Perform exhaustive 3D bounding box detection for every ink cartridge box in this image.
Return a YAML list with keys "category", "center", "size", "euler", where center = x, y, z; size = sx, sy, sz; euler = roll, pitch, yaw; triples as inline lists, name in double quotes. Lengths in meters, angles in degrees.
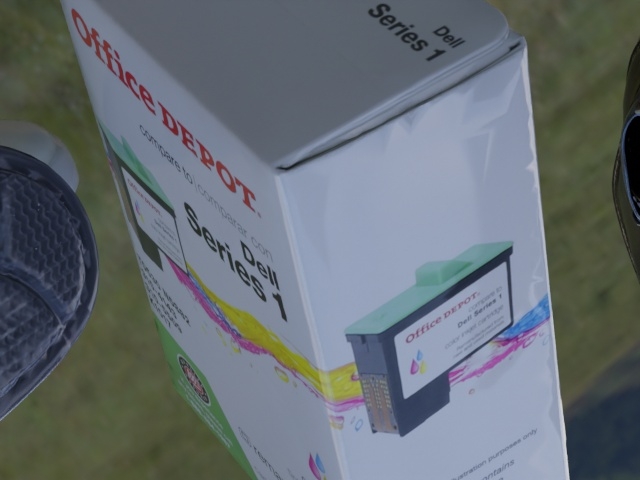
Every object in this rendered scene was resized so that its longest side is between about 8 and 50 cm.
- category: "ink cartridge box"
  center: [0.000, 0.000, 0.805]
  size: [0.117, 0.201, 0.278]
  euler: [-28, 134, -18]

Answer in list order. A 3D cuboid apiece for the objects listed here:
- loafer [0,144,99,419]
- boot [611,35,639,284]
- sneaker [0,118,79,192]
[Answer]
- category: "loafer"
  center: [-0.206, 0.048, 0.536]
  size: [0.302, 0.109, 0.095]
  euler: [-30, -162, -37]
- category: "boot"
  center: [0.206, -0.020, 1.105]
  size: [0.106, 0.082, 0.219]
  euler: [-56, 143, -52]
- category: "sneaker"
  center: [-0.259, -0.031, 0.819]
  size: [0.290, 0.106, 0.123]
  euler: [-10, 121, -2]
